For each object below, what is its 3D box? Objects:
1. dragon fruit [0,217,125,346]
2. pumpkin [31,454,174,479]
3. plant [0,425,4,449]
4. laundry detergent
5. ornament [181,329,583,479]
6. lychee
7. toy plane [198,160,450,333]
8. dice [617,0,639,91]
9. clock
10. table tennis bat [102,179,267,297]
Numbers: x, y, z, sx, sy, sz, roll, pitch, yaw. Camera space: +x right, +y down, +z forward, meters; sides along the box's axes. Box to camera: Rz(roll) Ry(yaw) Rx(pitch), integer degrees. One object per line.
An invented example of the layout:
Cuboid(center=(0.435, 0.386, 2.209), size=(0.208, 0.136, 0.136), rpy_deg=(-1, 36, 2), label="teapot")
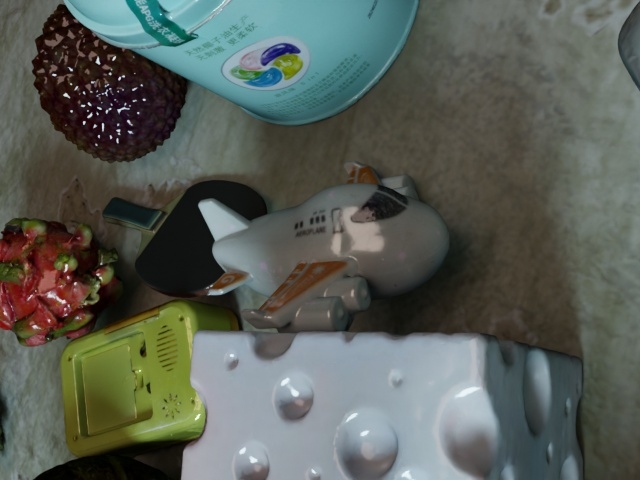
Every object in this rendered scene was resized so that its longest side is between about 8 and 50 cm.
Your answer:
Cuboid(center=(-0.320, 0.047, 0.955), size=(0.172, 0.160, 0.166), rpy_deg=(18, 57, 32), label="dragon fruit")
Cuboid(center=(-0.221, 0.324, 0.778), size=(0.157, 0.223, 0.224), rpy_deg=(-31, 61, 53), label="pumpkin")
Cuboid(center=(-0.577, 0.229, 1.070), size=(0.251, 0.180, 0.333), rpy_deg=(-48, 54, 3), label="plant")
Cuboid(center=(-0.091, -0.296, 0.777), size=(0.287, 0.305, 0.287), rpy_deg=(-8, 75, 32), label="laundry detergent")
Cuboid(center=(0.056, 0.199, 0.611), size=(0.239, 0.239, 0.240), rpy_deg=(-4, 78, 32), label="ornament")
Cuboid(center=(-0.255, -0.196, 0.942), size=(0.188, 0.188, 0.188), rpy_deg=(-8, 75, 32), label="lychee")
Cuboid(center=(0.000, 0.000, 0.727), size=(0.244, 0.118, 0.245), rpy_deg=(-18, 27, 10), label="toy plane")
Cuboid(center=(0.333, -0.108, 0.527), size=(0.193, 0.194, 0.192), rpy_deg=(-33, 63, 25), label="dice")
Cuboid(center=(-0.184, 0.155, 0.865), size=(0.202, 0.096, 0.144), rpy_deg=(-21, 66, 27), label="clock")
Cuboid(center=(-0.170, -0.014, 0.913), size=(0.274, 0.021, 0.154), rpy_deg=(15, 64, 42), label="table tennis bat")
